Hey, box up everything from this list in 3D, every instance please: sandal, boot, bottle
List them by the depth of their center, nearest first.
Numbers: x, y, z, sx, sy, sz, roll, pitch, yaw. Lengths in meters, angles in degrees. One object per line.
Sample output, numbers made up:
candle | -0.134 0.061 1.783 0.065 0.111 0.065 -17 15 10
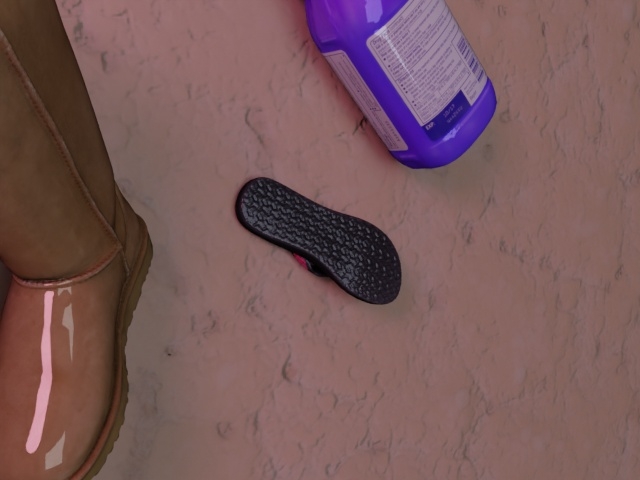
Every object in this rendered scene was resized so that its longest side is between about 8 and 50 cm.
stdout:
boot | -0.177 -0.008 0.426 0.269 0.089 0.236 84 6 -53
bottle | 0.050 -0.197 0.684 0.118 0.092 0.283 -52 120 -22
sandal | 0.000 0.000 0.703 0.179 0.040 0.067 31 70 -19
